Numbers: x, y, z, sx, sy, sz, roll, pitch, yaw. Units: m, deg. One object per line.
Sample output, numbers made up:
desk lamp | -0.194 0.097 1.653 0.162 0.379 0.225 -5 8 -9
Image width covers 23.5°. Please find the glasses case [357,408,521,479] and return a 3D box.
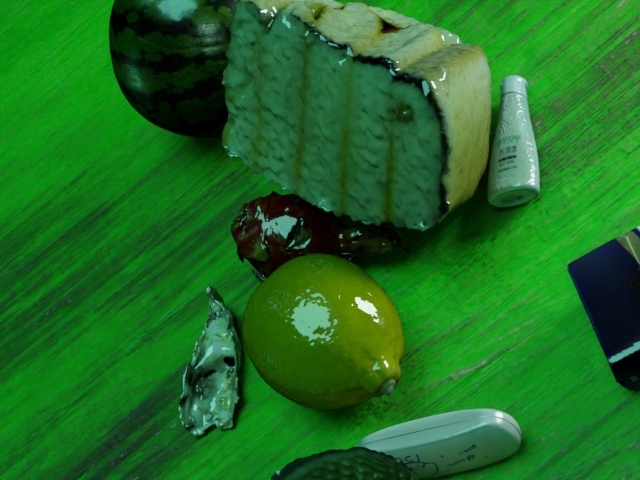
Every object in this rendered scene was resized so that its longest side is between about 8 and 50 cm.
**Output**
glasses case | 0.133 0.234 1.753 0.197 0.076 0.049 -16 48 25

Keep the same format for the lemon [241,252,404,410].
lemon | 0.006 0.113 1.867 0.248 0.184 0.184 28 76 46

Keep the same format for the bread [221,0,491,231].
bread | 0.084 -0.172 1.967 0.395 0.264 0.239 26 119 35

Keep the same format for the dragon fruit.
dragon fruit | 0.000 0.000 2.003 0.246 0.125 0.125 -3 63 26

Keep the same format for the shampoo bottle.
shampoo bottle | 0.249 -0.130 1.976 0.069 0.041 0.191 -19 48 31

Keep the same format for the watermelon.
watermelon | -0.166 -0.292 2.232 0.285 0.285 0.285 -20 48 23

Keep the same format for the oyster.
oyster | -0.132 0.166 2.033 0.106 0.061 0.200 12 67 22

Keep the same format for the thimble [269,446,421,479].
thimble | 0.038 0.371 1.662 0.270 0.150 0.271 -19 48 23

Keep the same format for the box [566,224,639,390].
box | 0.415 0.037 1.701 0.259 0.071 0.168 -30 45 13
